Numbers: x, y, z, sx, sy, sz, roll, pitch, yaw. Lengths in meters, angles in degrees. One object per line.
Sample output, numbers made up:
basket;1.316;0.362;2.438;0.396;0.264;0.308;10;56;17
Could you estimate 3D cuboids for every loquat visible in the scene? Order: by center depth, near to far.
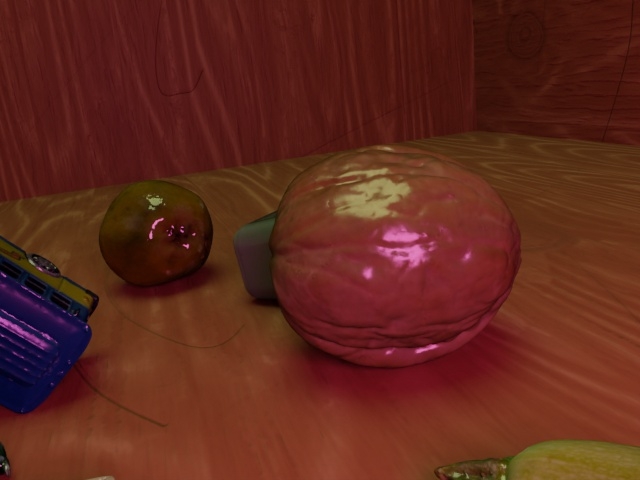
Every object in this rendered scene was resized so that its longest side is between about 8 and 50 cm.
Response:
loquat;-0.323;-0.017;1.142;0.213;0.213;0.246;-18;18;-35

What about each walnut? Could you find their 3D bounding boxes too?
walnut;0.093;0.016;0.731;0.313;0.277;0.252;-1;52;-5

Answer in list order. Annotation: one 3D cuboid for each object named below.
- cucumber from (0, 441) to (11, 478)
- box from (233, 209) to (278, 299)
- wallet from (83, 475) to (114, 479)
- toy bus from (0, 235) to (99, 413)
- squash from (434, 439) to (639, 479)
cucumber;-0.363;0.215;0.621;0.155;0.037;0.037;5;19;34
box;0.000;0.000;1.031;0.182;0.175;0.312;-8;12;31
wallet;-0.240;0.244;0.460;0.155;0.039;0.110;-10;19;-11
toy bus;-0.431;0.063;0.725;0.138;0.288;0.175;-51;21;0
squash;0.209;0.174;0.377;0.137;0.137;0.287;-17;16;-34
